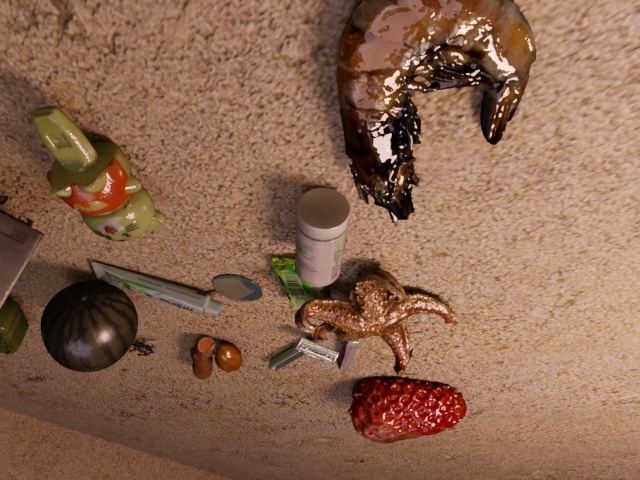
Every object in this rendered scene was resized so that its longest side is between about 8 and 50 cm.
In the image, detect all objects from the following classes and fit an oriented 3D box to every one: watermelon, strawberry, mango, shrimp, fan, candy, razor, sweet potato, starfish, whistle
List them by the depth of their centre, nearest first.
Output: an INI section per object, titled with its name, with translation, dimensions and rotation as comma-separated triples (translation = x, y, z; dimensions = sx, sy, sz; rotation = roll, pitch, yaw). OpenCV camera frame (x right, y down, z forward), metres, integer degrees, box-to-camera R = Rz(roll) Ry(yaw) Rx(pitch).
[shrimp]
translation = 0.140, -0.152, 0.648
dimensions = 0.233, 0.071, 0.364
rotation = -4, 138, 10
[whistle]
translation = -0.353, -0.090, 0.816
dimensions = 0.131, 0.106, 0.288
rotation = -5, 144, 10
[candy]
translation = -0.034, 0.090, 1.061
dimensions = 0.102, 0.032, 0.178
rotation = -2, 143, 12
[starfish]
translation = 0.105, 0.175, 1.073
dimensions = 0.312, 0.113, 0.303
rotation = -24, 132, 28
[fan]
translation = -0.212, 0.112, 1.159
dimensions = 0.175, 0.005, 0.113
rotation = -12, 139, 27
[watermelon]
translation = -0.526, 0.193, 1.179
dimensions = 0.212, 0.212, 0.212
rotation = 7, 145, 5
[razor]
translation = -0.067, 0.301, 1.365
dimensions = 0.111, 0.056, 0.278
rotation = 26, 149, -20
[mango]
translation = -0.256, 0.324, 1.420
dimensions = 0.077, 0.063, 0.127
rotation = 0, 144, -1
[sweet potato]
translation = -0.342, 0.352, 1.484
dimensions = 0.067, 0.059, 0.281
rotation = 36, 144, 12
[strawberry]
translation = 0.247, 0.506, 1.487
dimensions = 0.336, 0.149, 0.265
rotation = -8, 140, 23

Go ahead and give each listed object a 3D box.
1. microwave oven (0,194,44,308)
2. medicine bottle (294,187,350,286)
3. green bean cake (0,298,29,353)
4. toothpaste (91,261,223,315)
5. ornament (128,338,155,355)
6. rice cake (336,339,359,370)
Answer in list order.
[microwave oven]
translation = -0.753, 0.012, 0.834
dimensions = 0.432, 0.374, 0.236
rotation = 35, 161, -35
[medicine bottle]
translation = 0.000, 0.000, 0.876
dimensions = 0.086, 0.086, 0.183
rotation = 9, 145, 2
[green bean cake]
translation = -0.911, 0.218, 1.390
dimensions = 0.200, 0.113, 0.214
rotation = 15, 145, -6
[toothpaste]
translation = -0.367, 0.111, 1.162
dimensions = 0.297, 0.048, 0.074
rotation = 18, 146, -2
[ornament]
translation = -0.513, 0.313, 1.504
dimensions = 0.073, 0.028, 0.125
rotation = 35, 140, -31
[rice cake]
translation = 0.068, 0.289, 1.321
dimensions = 0.033, 0.033, 0.207
rotation = 2, 147, -5
